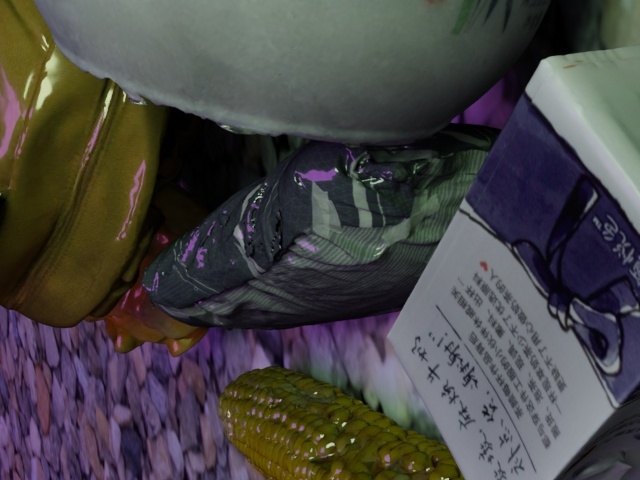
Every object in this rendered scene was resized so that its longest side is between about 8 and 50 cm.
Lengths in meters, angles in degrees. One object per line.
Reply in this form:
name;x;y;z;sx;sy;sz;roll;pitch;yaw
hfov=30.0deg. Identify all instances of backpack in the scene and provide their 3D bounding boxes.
backpack;-0.202;-0.131;0.871;0.378;0.201;0.353;-104;31;-41

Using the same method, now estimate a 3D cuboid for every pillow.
pillow;0.000;0.000;0.739;0.335;0.162;0.092;-25;62;60

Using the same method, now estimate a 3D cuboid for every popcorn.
popcorn;-0.147;0.022;1.037;0.167;0.152;0.148;44;117;32

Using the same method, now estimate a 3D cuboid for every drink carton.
drink carton;0.130;0.031;0.582;0.134;0.102;0.222;59;145;28

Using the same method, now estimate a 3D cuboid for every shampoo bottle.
shampoo bottle;-0.006;-0.200;0.569;0.273;0.273;0.266;41;124;48

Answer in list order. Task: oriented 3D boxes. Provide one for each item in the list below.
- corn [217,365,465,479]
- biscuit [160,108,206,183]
corn;0.021;0.159;0.824;0.320;0.097;0.096;22;118;58
biscuit;-0.179;-0.218;1.098;0.359;0.046;0.359;26;120;55
